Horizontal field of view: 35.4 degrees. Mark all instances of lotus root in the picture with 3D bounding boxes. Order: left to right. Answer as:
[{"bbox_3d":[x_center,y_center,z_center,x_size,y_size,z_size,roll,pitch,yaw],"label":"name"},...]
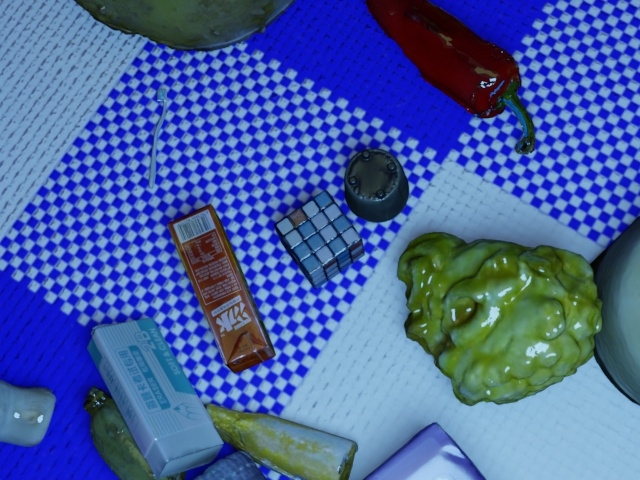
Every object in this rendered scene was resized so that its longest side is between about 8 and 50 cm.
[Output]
[{"bbox_3d":[-0.259,0.275,1.373,0.183,0.077,0.090,44,40,13],"label":"lotus root"}]

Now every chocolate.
[{"bbox_3d":[-0.062,0.277,1.368,0.219,0.086,0.086,18,77,14],"label":"chocolate"},{"bbox_3d":[0.522,0.078,1.263,0.326,0.297,0.314,-41,80,-8],"label":"chocolate"}]

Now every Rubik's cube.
[{"bbox_3d":[0.000,0.000,1.424,0.092,0.092,0.092,-34,75,-5],"label":"Rubik's cube"}]

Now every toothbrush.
[{"bbox_3d":[-0.247,-0.156,1.528,0.017,0.014,0.162,5,75,-9],"label":"toothbrush"}]

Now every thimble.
[{"bbox_3d":[-0.131,0.352,1.310,0.150,0.150,0.098,-37,77,-6],"label":"thimble"}]

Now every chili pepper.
[{"bbox_3d":[0.190,-0.280,1.486,0.110,0.110,0.387,-44,73,-8],"label":"chili pepper"}]

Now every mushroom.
[{"bbox_3d":[-0.480,0.228,1.359,0.243,0.243,0.244,-1,75,4],"label":"mushroom"}]

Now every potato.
[{"bbox_3d":[-0.211,-0.510,1.473,0.442,0.319,0.385,-31,74,-1],"label":"potato"}]

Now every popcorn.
[{"bbox_3d":[0.226,0.109,1.322,0.285,0.173,0.225,8,80,35],"label":"popcorn"}]

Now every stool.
[{"bbox_3d":[0.079,-0.080,1.431,0.096,0.110,0.096,-2,77,7],"label":"stool"}]

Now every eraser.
[{"bbox_3d":[-0.228,0.208,1.361,0.095,0.052,0.225,-8,52,-41],"label":"eraser"}]

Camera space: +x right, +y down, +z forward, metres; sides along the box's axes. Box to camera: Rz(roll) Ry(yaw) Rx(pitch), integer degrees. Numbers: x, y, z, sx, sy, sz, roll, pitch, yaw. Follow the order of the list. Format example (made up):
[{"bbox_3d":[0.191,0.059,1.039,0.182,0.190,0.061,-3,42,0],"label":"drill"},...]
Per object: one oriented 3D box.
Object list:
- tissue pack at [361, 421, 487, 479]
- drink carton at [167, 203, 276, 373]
[{"bbox_3d":[0.091,0.426,1.264,0.338,0.160,0.242,-38,80,-5],"label":"tissue pack"},{"bbox_3d":[-0.138,0.070,1.415,0.071,0.096,0.223,-24,73,-2],"label":"drink carton"}]
